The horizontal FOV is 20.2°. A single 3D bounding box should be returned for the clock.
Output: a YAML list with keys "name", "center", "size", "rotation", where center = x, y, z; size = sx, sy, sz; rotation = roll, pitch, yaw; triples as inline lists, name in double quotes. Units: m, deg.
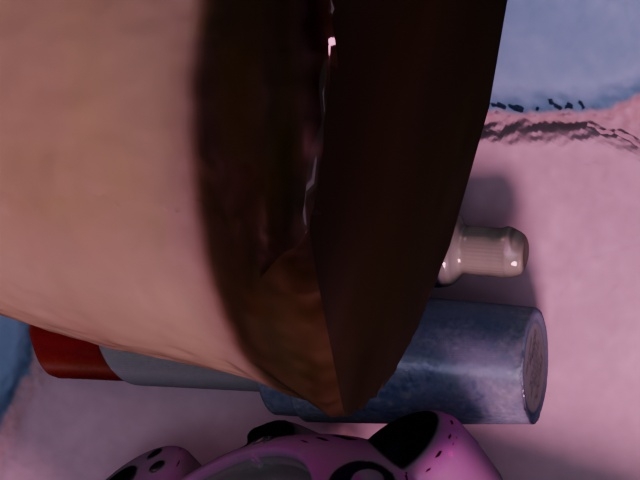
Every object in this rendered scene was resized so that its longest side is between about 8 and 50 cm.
- name: "clock"
  center: [-0.040, 0.181, 0.853]
  size: [0.247, 0.228, 0.090]
  rotation: [-22, 117, 35]

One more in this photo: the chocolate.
- name: "chocolate"
  center: [-0.078, -0.105, 0.759]
  size: [0.297, 0.326, 0.314]
  rotation: [12, 63, 9]

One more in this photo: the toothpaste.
- name: "toothpaste"
  center: [0.000, 0.000, 0.918]
  size: [0.216, 0.037, 0.062]
  rotation: [5, 103, 20]

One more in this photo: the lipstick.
- name: "lipstick"
  center: [-0.023, 0.059, 0.925]
  size: [0.274, 0.061, 0.068]
  rotation: [1, 128, 19]
